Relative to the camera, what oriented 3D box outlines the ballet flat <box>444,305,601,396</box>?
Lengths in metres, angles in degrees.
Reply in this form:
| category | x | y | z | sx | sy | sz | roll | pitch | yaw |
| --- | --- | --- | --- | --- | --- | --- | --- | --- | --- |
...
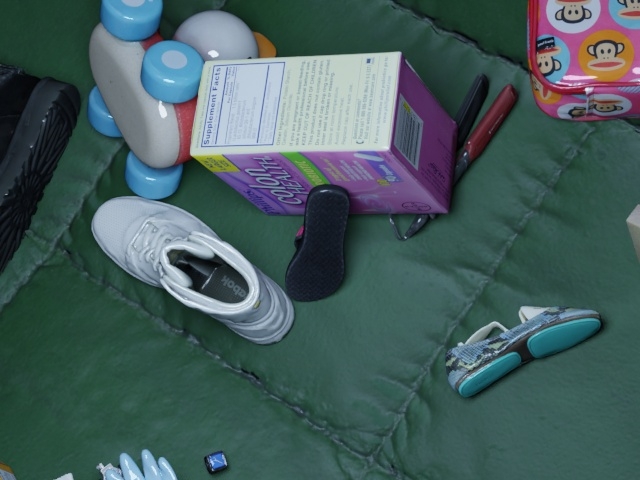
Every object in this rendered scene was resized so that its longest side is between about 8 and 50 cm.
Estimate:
| category | x | y | z | sx | sy | sz | roll | pitch | yaw |
| --- | --- | --- | --- | --- | --- | --- | --- | --- | --- |
| ballet flat | 0.226 | 0.110 | 1.605 | 0.188 | 0.070 | 0.070 | -25 | 69 | -1 |

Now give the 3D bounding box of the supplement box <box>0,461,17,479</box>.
| category | x | y | z | sx | sy | sz | roll | pitch | yaw |
| --- | --- | --- | --- | --- | --- | --- | --- | --- | --- |
| supplement box | -0.352 | 0.370 | 1.630 | 0.078 | 0.080 | 0.233 | -36 | 67 | -3 |

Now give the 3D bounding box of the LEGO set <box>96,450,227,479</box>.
| category | x | y | z | sx | sy | sz | roll | pitch | yaw |
| --- | --- | --- | --- | --- | --- | --- | --- | --- | --- |
| LEGO set | -0.182 | 0.355 | 1.611 | 0.182 | 0.060 | 0.244 | 13 | 72 | -12 |

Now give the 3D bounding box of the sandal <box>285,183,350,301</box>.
| category | x | y | z | sx | sy | sz | roll | pitch | yaw |
| --- | --- | --- | --- | --- | --- | --- | --- | --- | --- |
| sandal | 0.000 | 0.000 | 1.647 | 0.067 | 0.179 | 0.040 | 6 | 38 | -10 |

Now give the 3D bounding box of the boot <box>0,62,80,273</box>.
| category | x | y | z | sx | sy | sz | roll | pitch | yaw |
| --- | --- | --- | --- | --- | --- | --- | --- | --- | --- |
| boot | -0.487 | -0.096 | 1.775 | 0.260 | 0.131 | 0.348 | 20 | 67 | 10 |

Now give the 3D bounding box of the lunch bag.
| category | x | y | z | sx | sy | sz | roll | pitch | yaw |
| --- | --- | --- | --- | --- | --- | --- | --- | --- | --- |
| lunch bag | 0.394 | -0.275 | 1.669 | 0.293 | 0.120 | 0.258 | -1 | 68 | 10 |

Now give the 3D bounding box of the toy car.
| category | x | y | z | sx | sy | sz | roll | pitch | yaw |
| --- | --- | --- | --- | --- | --- | --- | --- | --- | --- |
| toy car | -0.146 | -0.206 | 1.735 | 0.238 | 0.219 | 0.210 | -20 | 61 | -27 |

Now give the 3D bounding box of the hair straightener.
| category | x | y | z | sx | sy | sz | roll | pitch | yaw |
| --- | --- | --- | --- | --- | --- | --- | --- | --- | --- |
| hair straightener | 0.145 | -0.104 | 1.706 | 0.089 | 0.047 | 0.230 | 29 | 85 | 29 |

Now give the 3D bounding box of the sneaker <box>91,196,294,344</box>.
| category | x | y | z | sx | sy | sz | roll | pitch | yaw |
| --- | --- | --- | --- | --- | --- | --- | --- | --- | --- |
| sneaker | -0.171 | 0.011 | 1.661 | 0.292 | 0.169 | 0.108 | 29 | 82 | 20 |

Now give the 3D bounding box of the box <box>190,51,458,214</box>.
| category | x | y | z | sx | sy | sz | roll | pitch | yaw |
| --- | --- | --- | --- | --- | --- | --- | --- | --- | --- |
| box | 0.009 | -0.117 | 1.618 | 0.243 | 0.213 | 0.117 | 1 | 73 | 23 |

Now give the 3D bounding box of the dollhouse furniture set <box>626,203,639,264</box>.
| category | x | y | z | sx | sy | sz | roll | pitch | yaw |
| --- | --- | --- | --- | --- | --- | --- | --- | --- | --- |
| dollhouse furniture set | 0.449 | -0.003 | 1.565 | 0.151 | 0.144 | 0.123 | 31 | 76 | 33 |

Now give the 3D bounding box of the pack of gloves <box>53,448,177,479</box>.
| category | x | y | z | sx | sy | sz | roll | pitch | yaw |
| --- | --- | --- | --- | --- | --- | --- | --- | --- | --- |
| pack of gloves | -0.233 | 0.352 | 1.537 | 0.195 | 0.046 | 0.232 | -21 | 68 | 0 |
